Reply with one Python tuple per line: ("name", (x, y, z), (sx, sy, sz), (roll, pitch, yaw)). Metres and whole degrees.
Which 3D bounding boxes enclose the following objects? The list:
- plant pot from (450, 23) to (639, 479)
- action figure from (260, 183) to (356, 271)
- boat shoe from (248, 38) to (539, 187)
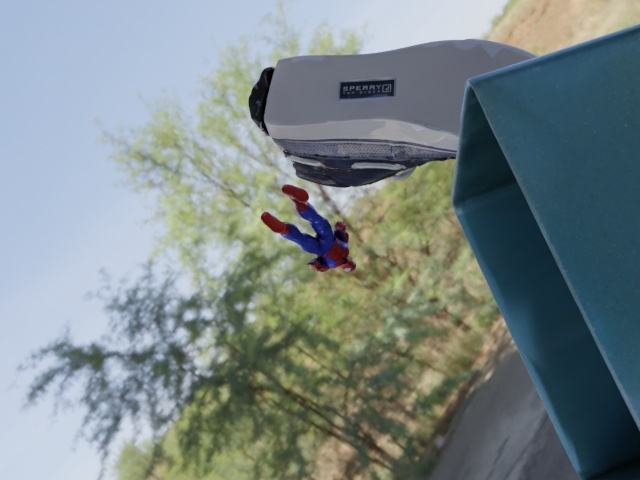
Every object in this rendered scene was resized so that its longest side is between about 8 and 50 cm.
("plant pot", (0.201, -0.012, 0.385), (0.234, 0.166, 0.165), (-22, -16, 1))
("action figure", (0.000, 0.000, 0.573), (0.038, 0.030, 0.115), (-58, -26, -4))
("boat shoe", (0.103, -0.130, 0.975), (0.158, 0.340, 0.127), (58, -140, -64))
